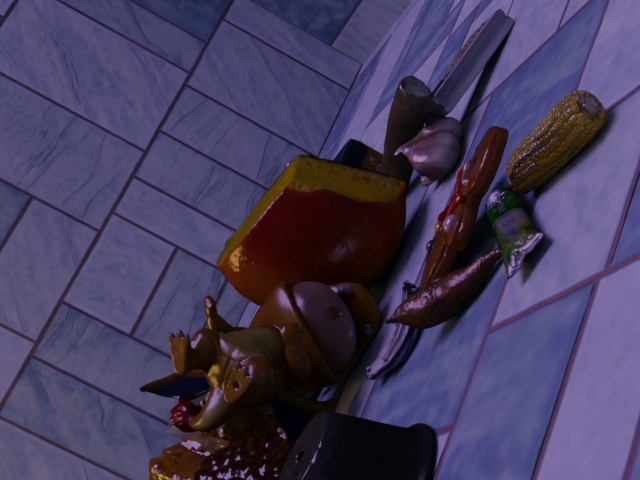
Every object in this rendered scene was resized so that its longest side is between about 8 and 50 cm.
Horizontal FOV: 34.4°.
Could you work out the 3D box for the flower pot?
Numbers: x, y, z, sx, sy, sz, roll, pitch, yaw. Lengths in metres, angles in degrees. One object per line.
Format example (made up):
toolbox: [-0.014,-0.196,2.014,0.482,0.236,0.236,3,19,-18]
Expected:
flower pot: [0.033,0.320,1.380,0.235,0.148,0.235,-58,8,13]

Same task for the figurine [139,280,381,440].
figurine: [-0.104,0.212,1.896,0.387,0.401,0.268,-18,-73,-52]

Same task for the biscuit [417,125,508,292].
biscuit: [0.217,-0.046,1.627,0.205,0.049,0.324,-69,1,-48]

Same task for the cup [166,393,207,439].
cup: [-0.219,0.389,2.421,0.185,0.226,0.241,-54,9,48]

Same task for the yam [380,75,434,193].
yam: [0.172,-0.211,2.176,0.371,0.083,0.083,100,-168,-60]

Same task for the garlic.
garlic: [0.228,-0.185,2.058,0.124,0.099,0.174,-29,26,38]

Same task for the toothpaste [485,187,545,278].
toothpaste: [0.268,-0.023,1.445,0.078,0.047,0.248,-53,12,19]

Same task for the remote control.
remote control: [0.301,-0.361,2.168,0.277,0.055,0.103,-53,4,-21]

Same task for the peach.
peach: [0.000,0.000,2.078,0.380,0.306,0.242,-45,21,20]

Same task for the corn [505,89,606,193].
corn: [0.317,-0.131,1.418,0.203,0.072,0.072,-52,12,55]

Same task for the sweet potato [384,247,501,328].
sweet potato: [0.196,0.077,1.524,0.226,0.068,0.068,-35,21,30]

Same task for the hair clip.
hair clip: [0.128,0.151,1.709,0.116,0.049,0.172,128,165,-71]

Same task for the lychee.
lychee: [-0.084,0.408,1.558,0.271,0.236,0.236,-34,25,42]

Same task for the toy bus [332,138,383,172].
toy bus: [0.071,-0.091,2.439,0.138,0.167,0.275,-50,15,52]

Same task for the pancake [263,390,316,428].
pancake: [-0.037,0.256,2.282,0.382,0.071,0.382,-60,11,20]

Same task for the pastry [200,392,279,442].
pastry: [-0.152,0.417,2.053,0.237,0.170,0.256,-169,77,-65]

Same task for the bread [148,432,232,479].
bread: [-0.189,0.511,1.761,0.195,0.149,0.344,9,107,53]
